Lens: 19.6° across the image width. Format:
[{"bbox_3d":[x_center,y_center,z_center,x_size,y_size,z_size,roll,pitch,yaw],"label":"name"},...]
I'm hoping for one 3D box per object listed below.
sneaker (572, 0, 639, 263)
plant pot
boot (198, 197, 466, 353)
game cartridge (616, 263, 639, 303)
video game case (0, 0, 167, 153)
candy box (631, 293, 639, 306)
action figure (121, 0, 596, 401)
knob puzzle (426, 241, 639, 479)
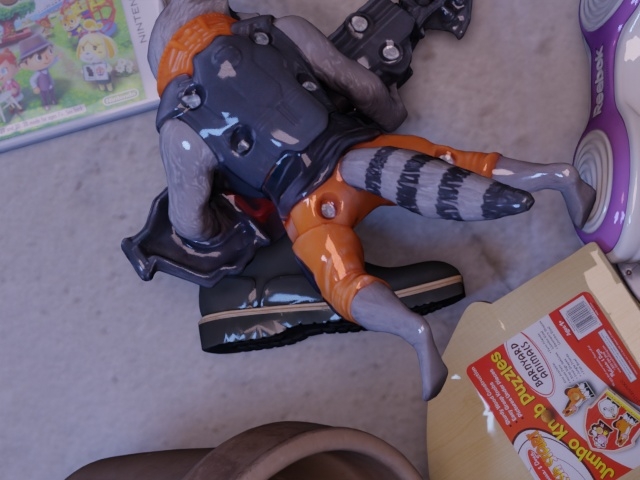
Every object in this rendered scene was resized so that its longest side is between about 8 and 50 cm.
[{"bbox_3d":[0.265,-0.121,1.341,0.152,0.114,0.305,12,80,-19],"label":"sneaker"},{"bbox_3d":[-0.080,0.237,1.246,0.229,0.263,0.263,9,83,43],"label":"plant pot"},{"bbox_3d":[0.000,0.000,1.359,0.198,0.077,0.137,-9,78,4],"label":"boot"},{"bbox_3d":[0.256,0.030,1.354,0.056,0.017,0.083,-40,81,-3],"label":"game cartridge"},{"bbox_3d":[-0.225,-0.172,1.424,0.212,0.023,0.193,-16,82,4],"label":"video game case"},{"bbox_3d":[0.214,0.113,1.330,0.109,0.053,0.186,-38,80,3],"label":"candy box"},{"bbox_3d":[0.026,-0.091,1.273,0.330,0.178,0.341,32,71,19],"label":"action figure"},{"bbox_3d":[0.160,0.124,1.295,0.213,0.030,0.213,1,93,16],"label":"knob puzzle"}]
